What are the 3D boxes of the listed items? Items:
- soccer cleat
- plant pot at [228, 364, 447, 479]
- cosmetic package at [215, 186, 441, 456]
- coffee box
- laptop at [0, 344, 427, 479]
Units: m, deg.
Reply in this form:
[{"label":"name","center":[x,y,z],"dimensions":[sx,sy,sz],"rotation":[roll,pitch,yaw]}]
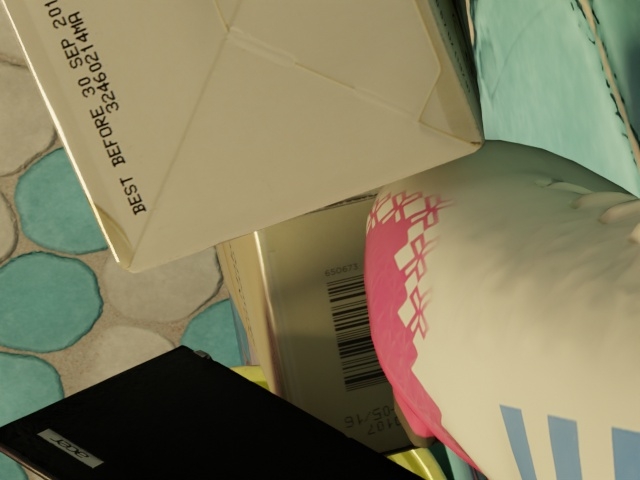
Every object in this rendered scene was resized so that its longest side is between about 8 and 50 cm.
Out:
[{"label":"soccer cleat","center":[0.100,0.037,0.381],"dimensions":[0.331,0.116,0.143],"rotation":[-115,31,-53]},{"label":"plant pot","center":[-0.026,0.230,1.171],"dimensions":[0.254,0.276,0.276],"rotation":[40,-144,-82]},{"label":"cosmetic package","center":[0.000,0.000,1.000],"dimensions":[0.309,0.113,0.160],"rotation":[-125,23,-69]},{"label":"coffee box","center":[-0.025,-0.127,0.571],"dimensions":[0.297,0.119,0.168],"rotation":[-80,-31,-70]},{"label":"laptop","center":[-0.007,0.167,0.787],"dimensions":[0.234,0.136,0.264],"rotation":[28,150,21]}]
